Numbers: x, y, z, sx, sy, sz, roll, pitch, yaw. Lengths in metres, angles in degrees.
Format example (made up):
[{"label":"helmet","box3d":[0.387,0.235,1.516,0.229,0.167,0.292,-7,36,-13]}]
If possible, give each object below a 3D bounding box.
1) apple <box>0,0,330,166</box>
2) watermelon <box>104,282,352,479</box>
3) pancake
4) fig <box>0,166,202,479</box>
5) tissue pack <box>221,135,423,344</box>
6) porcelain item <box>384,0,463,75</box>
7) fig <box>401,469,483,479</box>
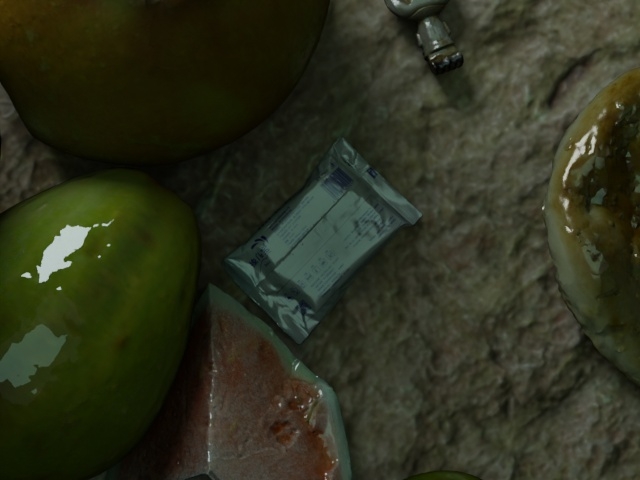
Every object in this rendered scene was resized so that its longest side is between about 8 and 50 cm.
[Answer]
[{"label":"apple","box3d":[-0.181,-0.252,0.968,0.384,0.374,0.374,32,87,-2]},{"label":"watermelon","box3d":[-0.087,0.200,1.051,0.256,0.176,0.260,5,55,4]},{"label":"pancake","box3d":[0.416,-0.015,1.124,0.387,0.082,0.387,0,89,-7]},{"label":"fig","box3d":[-0.244,0.074,0.988,0.258,0.258,0.326,38,96,-2]},{"label":"tissue pack","box3d":[0.000,0.000,1.127,0.122,0.026,0.193,44,86,-1]},{"label":"porcelain item","box3d":[0.098,-0.277,1.126,0.084,0.054,0.213,-21,89,-1]},{"label":"fig","box3d":[0.106,0.324,1.059,0.191,0.181,0.181,-2,88,20]}]
